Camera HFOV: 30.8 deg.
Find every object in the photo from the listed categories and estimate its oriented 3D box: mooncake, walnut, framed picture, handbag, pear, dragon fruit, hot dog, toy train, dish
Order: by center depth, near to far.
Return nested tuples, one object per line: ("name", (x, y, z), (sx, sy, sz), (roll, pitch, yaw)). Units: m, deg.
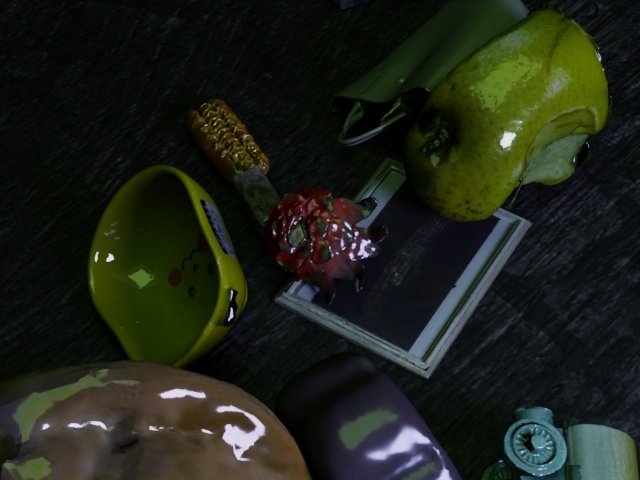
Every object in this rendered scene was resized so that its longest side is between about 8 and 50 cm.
("walnut", (-0.214, 0.272, 1.122), (0.383, 0.383, 0.384), (0, 51, 1))
("mooncake", (0.052, 0.235, 1.198), (0.133, 0.245, 0.245), (-27, 56, -16))
("toy train", (0.263, 0.312, 1.206), (0.189, 0.126, 0.307), (3, 51, 3))
("dish", (-0.165, 0.043, 1.416), (0.108, 0.221, 0.262), (8, 40, -47))
("dragon fruit", (0.000, -0.005, 1.446), (0.142, 0.130, 0.121), (35, 39, -23))
("pear", (0.230, -0.145, 1.483), (0.255, 0.238, 0.164), (-29, 62, -33))
("framed picture", (0.111, 0.023, 1.509), (0.231, 0.018, 0.293), (25, 56, 20))
("handbag", (0.135, -0.234, 1.613), (0.315, 0.109, 0.241), (-33, 18, -25))
("hot dog", (-0.130, -0.135, 1.622), (0.071, 0.045, 0.165), (-24, 54, -20))

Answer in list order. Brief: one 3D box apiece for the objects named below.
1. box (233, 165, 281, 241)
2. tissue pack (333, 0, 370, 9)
("box", (-0.077, -0.044, 1.538), (0.045, 0.062, 0.098), (-24, 57, -12))
("tissue pack", (0.063, -0.459, 1.801), (0.120, 0.169, 0.082), (-22, 51, -14))
